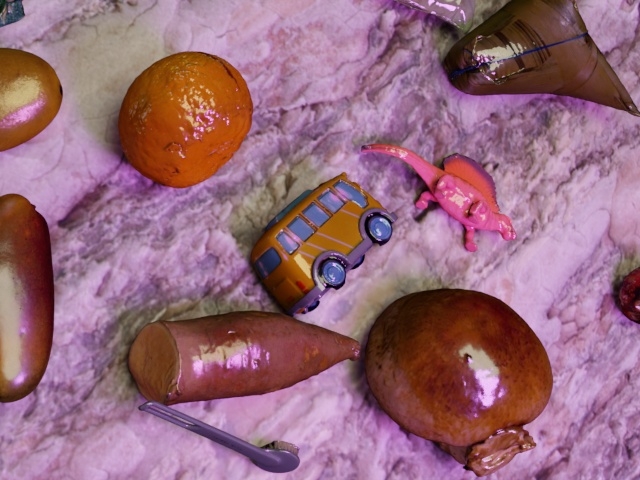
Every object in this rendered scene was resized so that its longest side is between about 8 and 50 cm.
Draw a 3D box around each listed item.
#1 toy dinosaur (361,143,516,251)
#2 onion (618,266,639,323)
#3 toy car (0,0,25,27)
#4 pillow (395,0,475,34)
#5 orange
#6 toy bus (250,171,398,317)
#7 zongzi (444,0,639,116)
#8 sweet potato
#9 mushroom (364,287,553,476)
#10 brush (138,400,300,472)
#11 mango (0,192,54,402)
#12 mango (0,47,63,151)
[{"bbox_3d":[0.200,-0.102,2.101,0.286,0.070,0.139,38,52,-11],"label":"toy dinosaur"},{"bbox_3d":[0.533,0.086,2.208,0.107,0.097,0.107,-17,128,-23],"label":"onion"},{"bbox_3d":[-0.539,-0.264,1.707,0.320,0.141,0.097,-21,115,-31],"label":"toy car"},{"bbox_3d":[0.133,-0.456,2.145,0.302,0.075,0.185,19,71,-22],"label":"pillow"},{"bbox_3d":[-0.186,-0.168,1.832,0.161,0.193,0.193,46,59,11],"label":"orange"},{"bbox_3d":[0.000,0.000,1.926,0.136,0.126,0.209,47,60,1],"label":"toy bus"},{"bbox_3d":[0.364,-0.252,2.193,0.260,0.123,0.289,-40,101,-26],"label":"zongzi"},{"bbox_3d":[-0.083,0.151,1.834,0.336,0.131,0.131,-6,79,-29],"label":"sweet potato"},{"bbox_3d":[0.211,0.196,1.943,0.263,0.195,0.283,-27,90,-37],"label":"mushroom"},{"bbox_3d":[-0.132,0.255,1.791,0.266,0.062,0.027,30,44,-35],"label":"brush"},{"bbox_3d":[-0.400,0.072,1.695,0.133,0.111,0.268,10,70,-42],"label":"mango"},{"bbox_3d":[-0.446,-0.178,1.750,0.227,0.099,0.136,-11,86,-22],"label":"mango"}]
